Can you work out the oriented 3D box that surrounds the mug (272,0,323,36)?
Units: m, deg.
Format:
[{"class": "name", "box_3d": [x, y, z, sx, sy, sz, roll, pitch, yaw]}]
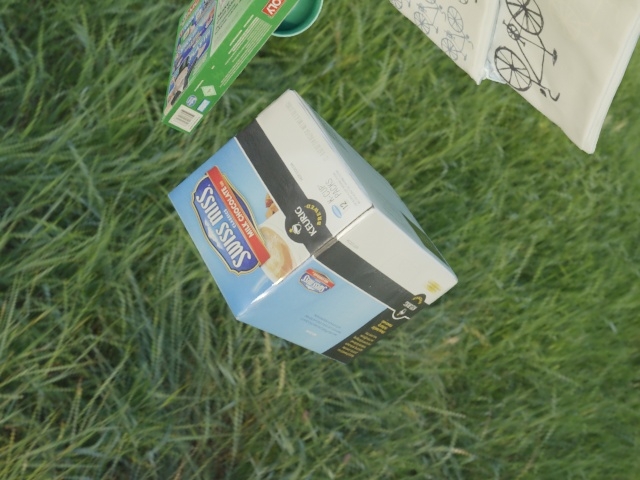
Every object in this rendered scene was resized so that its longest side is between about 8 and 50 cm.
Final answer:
[{"class": "mug", "box_3d": [-0.068, -0.410, 1.355, 0.129, 0.158, 0.097, -1, 18, -15]}]

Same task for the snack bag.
[{"class": "snack bag", "box_3d": [0.182, -0.254, 0.878, 0.342, 0.037, 0.323, 46, -9, 19]}]

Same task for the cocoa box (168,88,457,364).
[{"class": "cocoa box", "box_3d": [0.000, 0.000, 1.207, 0.231, 0.228, 0.347, 57, 12, 29]}]

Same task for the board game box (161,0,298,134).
[{"class": "board game box", "box_3d": [-0.095, -0.305, 1.051, 0.046, 0.317, 0.213, 25, 46, -26]}]
